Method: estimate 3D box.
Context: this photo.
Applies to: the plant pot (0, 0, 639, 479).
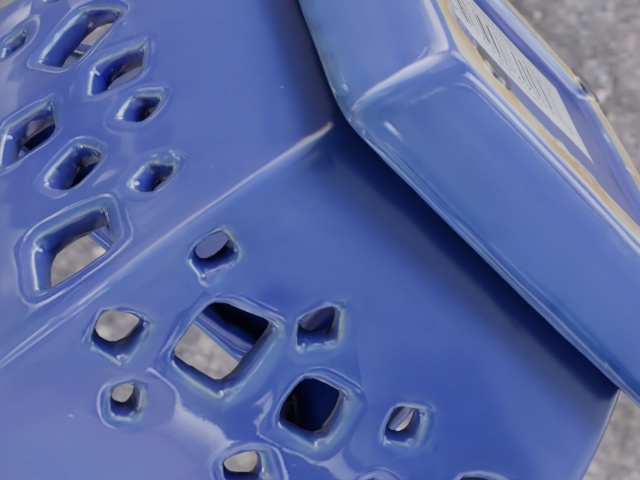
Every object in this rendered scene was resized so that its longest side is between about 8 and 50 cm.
[{"bbox_3d":[0.000,0.000,0.723,0.212,0.236,0.236,-38,123,16],"label":"plant pot"}]
